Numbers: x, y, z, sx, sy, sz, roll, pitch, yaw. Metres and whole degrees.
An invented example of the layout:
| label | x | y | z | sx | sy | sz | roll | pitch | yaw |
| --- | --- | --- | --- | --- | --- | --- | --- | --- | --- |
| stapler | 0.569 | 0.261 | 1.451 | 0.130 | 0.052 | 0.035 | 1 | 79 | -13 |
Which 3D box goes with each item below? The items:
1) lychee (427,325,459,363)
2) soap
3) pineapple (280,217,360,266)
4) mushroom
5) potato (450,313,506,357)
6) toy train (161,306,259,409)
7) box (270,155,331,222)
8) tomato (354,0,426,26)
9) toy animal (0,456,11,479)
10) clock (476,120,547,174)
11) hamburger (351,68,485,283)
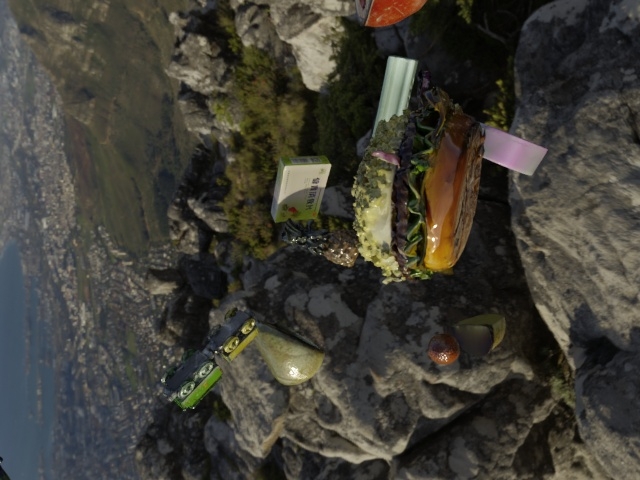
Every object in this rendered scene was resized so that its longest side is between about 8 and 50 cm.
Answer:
| label | x | y | z | sx | sy | sz | roll | pitch | yaw |
| --- | --- | --- | --- | --- | --- | --- | --- | --- | --- |
| lychee | 0.427 | 0.367 | 1.390 | 0.101 | 0.140 | 0.114 | 28 | 96 | 37 |
| soap | 0.246 | -0.460 | 1.337 | 0.088 | 0.160 | 0.265 | 15 | 117 | 11 |
| pineapple | 0.000 | 0.000 | 1.165 | 0.237 | 0.111 | 0.119 | 17 | 133 | 5 |
| mushroom | -0.158 | 0.387 | 1.445 | 0.211 | 0.218 | 0.292 | -65 | 28 | 5 |
| potato | 0.340 | 0.191 | 0.834 | 0.096 | 0.103 | 0.066 | -12 | 90 | 58 |
| toy train | -0.192 | 0.207 | 0.731 | 0.060 | 0.202 | 0.081 | 30 | 149 | 27 |
| box | -0.077 | -0.187 | 1.492 | 0.260 | 0.175 | 0.062 | 106 | 147 | -41 |
| tomato | 0.154 | -0.531 | 0.790 | 0.214 | 0.156 | 0.180 | 176 | 92 | -83 |
| toy animal | -0.196 | 0.255 | 0.304 | 0.075 | 0.041 | 0.216 | -36 | 88 | 30 |
| clock | 0.607 | -0.339 | 1.424 | 0.339 | 0.339 | 0.102 | 40 | 118 | 38 |
| hamburger | 0.125 | -0.068 | 0.526 | 0.139 | 0.243 | 0.261 | 12 | 86 | 27 |
